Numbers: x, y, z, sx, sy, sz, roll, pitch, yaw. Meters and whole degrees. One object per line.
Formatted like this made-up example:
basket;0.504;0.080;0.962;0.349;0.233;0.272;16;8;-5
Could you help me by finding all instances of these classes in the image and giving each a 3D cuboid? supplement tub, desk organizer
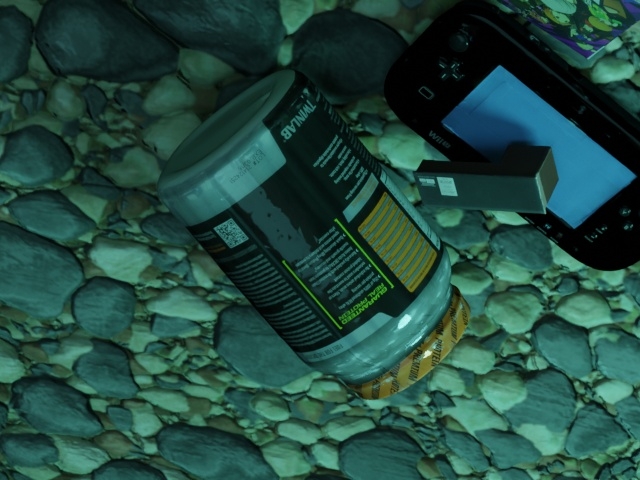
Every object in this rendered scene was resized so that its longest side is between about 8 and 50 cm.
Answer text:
supplement tub;0.000;0.000;1.629;0.194;0.193;0.316;-29;109;32
desk organizer;0.162;-0.062;1.567;0.130;0.050;0.047;4;134;29

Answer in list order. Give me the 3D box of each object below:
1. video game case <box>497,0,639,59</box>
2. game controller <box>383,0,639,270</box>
video game case;0.184;-0.260;1.414;0.232;0.042;0.210;32;168;-5
game controller;0.216;-0.097;1.572;0.319;0.067;0.166;38;126;-8
